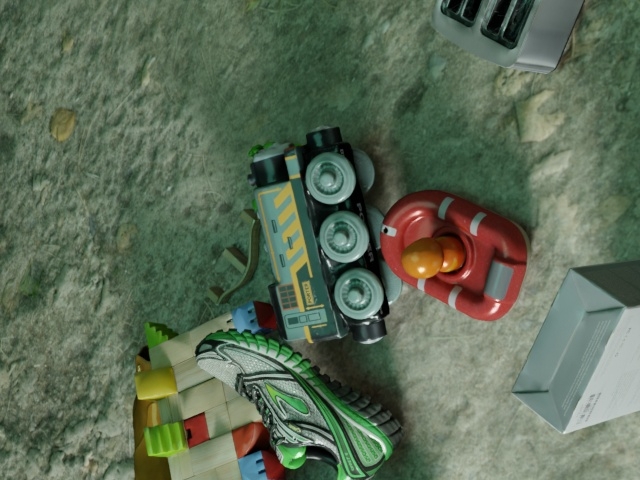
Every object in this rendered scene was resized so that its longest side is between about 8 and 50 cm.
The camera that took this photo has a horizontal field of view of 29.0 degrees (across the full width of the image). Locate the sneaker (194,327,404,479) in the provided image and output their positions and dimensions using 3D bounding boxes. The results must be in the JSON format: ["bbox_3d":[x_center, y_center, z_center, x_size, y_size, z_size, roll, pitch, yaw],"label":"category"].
[{"bbox_3d":[-0.051,0.252,1.878,0.343,0.146,0.134,31,159,13],"label":"sneaker"}]

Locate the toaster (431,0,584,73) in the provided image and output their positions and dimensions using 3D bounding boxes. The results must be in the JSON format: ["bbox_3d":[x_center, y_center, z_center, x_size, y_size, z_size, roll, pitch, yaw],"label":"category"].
[{"bbox_3d":[0.254,-0.320,1.658,0.168,0.110,0.186,38,118,36],"label":"toaster"}]

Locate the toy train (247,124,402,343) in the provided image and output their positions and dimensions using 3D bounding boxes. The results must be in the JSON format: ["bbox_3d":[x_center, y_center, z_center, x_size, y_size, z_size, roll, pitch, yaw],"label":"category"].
[{"bbox_3d":[0.000,0.000,1.859,0.190,0.142,0.334,-12,94,21],"label":"toy train"}]

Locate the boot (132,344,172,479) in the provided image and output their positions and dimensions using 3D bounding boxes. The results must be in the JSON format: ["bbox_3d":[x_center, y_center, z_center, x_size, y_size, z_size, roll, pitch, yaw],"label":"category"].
[{"bbox_3d":[-0.285,0.314,2.169,0.295,0.104,0.211,-133,40,-66],"label":"boot"}]

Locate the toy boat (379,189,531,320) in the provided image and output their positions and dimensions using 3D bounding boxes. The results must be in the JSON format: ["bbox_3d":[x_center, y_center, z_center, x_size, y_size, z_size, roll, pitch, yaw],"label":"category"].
[{"bbox_3d":[0.170,0.019,1.736,0.231,0.151,0.151,28,112,39],"label":"toy boat"}]

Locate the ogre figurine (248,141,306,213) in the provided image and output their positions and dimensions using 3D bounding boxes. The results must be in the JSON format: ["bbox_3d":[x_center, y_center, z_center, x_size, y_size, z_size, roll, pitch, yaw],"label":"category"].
[{"bbox_3d":[-0.058,-0.097,1.988,0.197,0.097,0.118,7,87,32],"label":"ogre figurine"}]

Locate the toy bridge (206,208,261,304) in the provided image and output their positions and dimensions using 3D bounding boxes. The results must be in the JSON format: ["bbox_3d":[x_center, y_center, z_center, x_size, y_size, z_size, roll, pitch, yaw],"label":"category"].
[{"bbox_3d":[-0.139,0.035,2.122,0.063,0.026,0.188,42,120,31],"label":"toy bridge"}]

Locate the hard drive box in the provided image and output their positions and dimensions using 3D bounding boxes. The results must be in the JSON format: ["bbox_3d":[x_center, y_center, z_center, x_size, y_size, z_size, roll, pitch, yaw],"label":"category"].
[{"bbox_3d":[0.362,0.122,1.504,0.089,0.232,0.181,39,118,36],"label":"hard drive box"}]

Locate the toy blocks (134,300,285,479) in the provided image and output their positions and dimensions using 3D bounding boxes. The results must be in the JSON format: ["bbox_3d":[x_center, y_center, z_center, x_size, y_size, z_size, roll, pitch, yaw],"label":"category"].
[{"bbox_3d":[-0.137,0.277,2.056,0.260,0.190,0.382,-25,67,29],"label":"toy blocks"}]
